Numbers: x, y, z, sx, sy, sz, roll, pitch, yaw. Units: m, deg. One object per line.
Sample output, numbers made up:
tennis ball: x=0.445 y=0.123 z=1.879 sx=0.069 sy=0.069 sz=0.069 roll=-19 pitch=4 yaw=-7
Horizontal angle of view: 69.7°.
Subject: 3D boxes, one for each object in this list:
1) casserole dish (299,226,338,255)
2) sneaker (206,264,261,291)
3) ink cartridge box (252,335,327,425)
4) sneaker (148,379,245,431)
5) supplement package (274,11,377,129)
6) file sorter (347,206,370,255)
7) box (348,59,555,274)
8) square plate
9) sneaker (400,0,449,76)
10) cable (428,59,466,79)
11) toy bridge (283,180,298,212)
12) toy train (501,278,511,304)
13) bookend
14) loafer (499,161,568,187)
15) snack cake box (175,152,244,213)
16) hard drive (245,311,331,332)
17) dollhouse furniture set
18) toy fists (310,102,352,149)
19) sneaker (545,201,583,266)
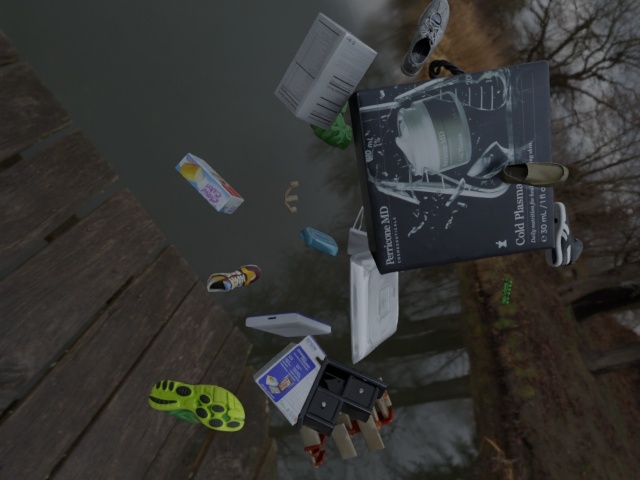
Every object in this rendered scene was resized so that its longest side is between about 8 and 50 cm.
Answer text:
casserole dish: x=0.000 y=0.000 z=1.859 sx=0.188 sy=0.037 sz=0.114 roll=22 pitch=23 yaw=-33
sneaker: x=-0.288 y=0.136 z=1.533 sx=0.084 sy=0.185 sz=0.070 roll=-104 pitch=178 yaw=-71
ink cartridge box: x=-0.095 y=0.609 z=2.036 sx=0.307 sy=0.072 sz=0.304 roll=-39 pitch=111 yaw=-14
sneaker: x=-0.341 y=0.467 z=1.313 sx=0.124 sy=0.295 sz=0.110 roll=67 pitch=37 yaw=-58
supplement package: x=0.009 y=-0.449 z=1.241 sx=0.133 sy=0.244 sz=0.139 roll=8 pitch=36 yaw=-46
file sorter: x=0.285 y=-0.012 z=2.115 sx=0.193 sy=0.277 sz=0.173 roll=89 pitch=23 yaw=-57
box: x=0.347 y=-0.201 z=1.278 sx=0.297 sy=0.471 sz=0.481 roll=-87 pitch=168 yaw=-76
square plate: x=0.195 y=0.201 z=1.562 sx=0.344 sy=0.049 sz=0.348 roll=-13 pitch=104 yaw=-58
sneaker: x=0.388 y=-0.723 z=1.638 sx=0.105 sy=0.282 sz=0.115 roll=22 pitch=9 yaw=-8
cable: x=0.461 y=-0.573 z=1.609 sx=0.150 sy=0.047 sz=0.184 roll=44 pitch=-5 yaw=-32
toy bridge: x=-0.141 y=-0.199 z=2.175 sx=0.188 sy=0.063 sz=0.026 roll=98 pitch=-22 yaw=-48
toy train: x=0.599 y=0.165 z=1.482 sx=0.017 sy=0.023 sz=0.083 roll=17 pitch=83 yaw=-66
bookend: x=0.048 y=0.366 z=1.020 sx=0.072 sy=0.156 sz=0.157 roll=99 pitch=17 yaw=-49
loafer: x=0.490 y=-0.153 z=1.063 sx=0.050 sy=0.147 sz=0.056 roll=8 pitch=83 yaw=-62
snack cake box: x=-0.460 y=-0.234 z=1.922 sx=0.264 sy=0.089 sz=0.152 roll=44 pitch=4 yaw=8
hard drive: x=-0.114 y=0.325 z=1.761 sx=0.318 sy=0.210 sz=0.040 roll=39 pitch=46 yaw=-62
dollhouse furniture set: x=0.081 y=0.522 z=1.283 sx=0.262 sy=0.259 sz=0.135 roll=-19 pitch=87 yaw=-77
toy fists: x=0.032 y=-0.458 z=1.647 sx=0.142 sy=0.096 sz=0.279 roll=13 pitch=58 yaw=-32
sneaker: x=0.829 y=-0.023 z=1.560 sx=0.121 sy=0.079 sz=0.217 roll=-4 pitch=98 yaw=-20
